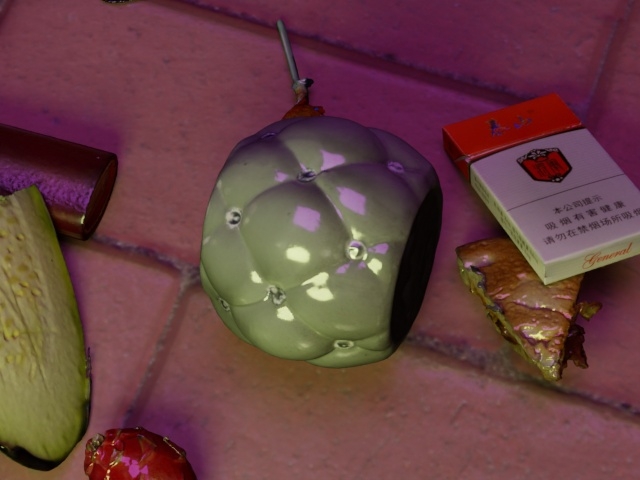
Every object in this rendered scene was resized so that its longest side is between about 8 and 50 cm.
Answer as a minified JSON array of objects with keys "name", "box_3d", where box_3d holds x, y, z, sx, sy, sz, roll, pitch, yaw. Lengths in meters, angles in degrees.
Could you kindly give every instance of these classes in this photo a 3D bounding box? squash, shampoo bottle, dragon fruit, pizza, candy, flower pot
[{"name":"squash","box_3d":[-0.280,0.085,1.632,0.155,0.204,0.237,19,26,22]},{"name":"shampoo bottle","box_3d":[-0.345,-0.077,1.781,0.260,0.064,0.102,15,60,7]},{"name":"dragon fruit","box_3d":[-0.142,0.249,1.588,0.094,0.094,0.190,-32,86,-19]},{"name":"pizza","box_3d":[0.214,0.069,1.698,0.154,0.069,0.194,-3,45,1]},{"name":"candy","box_3d":[-0.026,-0.165,1.861,0.060,0.060,0.201,-8,52,-6]},{"name":"flower pot","box_3d":[0.000,0.000,1.648,0.195,0.246,0.246,15,59,13]}]

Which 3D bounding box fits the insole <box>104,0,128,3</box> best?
[{"name":"insole","box_3d":[-0.105,-0.327,1.975,0.322,0.007,0.109,-16,59,-11]}]

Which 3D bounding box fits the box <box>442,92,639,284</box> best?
[{"name":"box","box_3d":[0.232,-0.057,1.761,0.139,0.035,0.245,-17,42,-11]}]
